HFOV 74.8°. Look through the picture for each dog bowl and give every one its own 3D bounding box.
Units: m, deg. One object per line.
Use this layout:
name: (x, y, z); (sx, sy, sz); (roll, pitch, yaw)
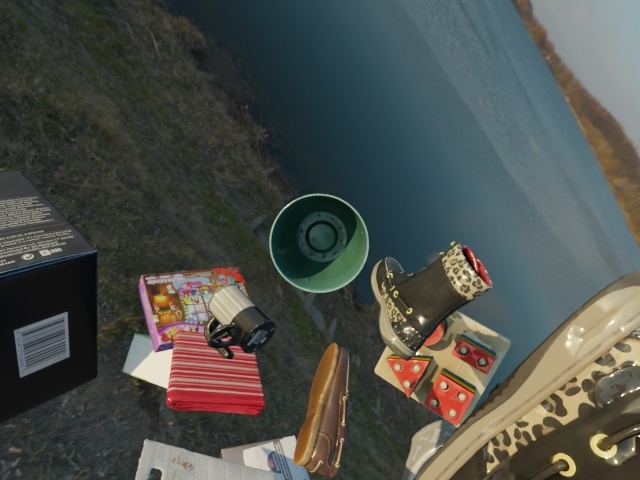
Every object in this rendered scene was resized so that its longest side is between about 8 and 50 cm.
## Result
dog bowl: (0.385, 0.673, 1.125); (0.348, 0.349, 0.102); (66, 9, 6)

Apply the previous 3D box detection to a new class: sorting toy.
sorting toy: (0.291, 0.299, 1.047); (0.255, 0.257, 0.089); (29, 10, 22)

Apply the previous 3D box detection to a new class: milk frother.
milk frother: (-0.186, 0.157, 0.850); (0.129, 0.135, 0.143); (-40, 146, -20)

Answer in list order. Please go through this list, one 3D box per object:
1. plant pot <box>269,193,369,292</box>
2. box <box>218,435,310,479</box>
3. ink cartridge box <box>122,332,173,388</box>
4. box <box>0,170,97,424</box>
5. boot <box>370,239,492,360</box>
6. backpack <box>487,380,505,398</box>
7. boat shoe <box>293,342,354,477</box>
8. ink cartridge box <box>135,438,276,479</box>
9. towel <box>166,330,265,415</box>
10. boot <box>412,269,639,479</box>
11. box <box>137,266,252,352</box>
plant pot: (0.000, 0.000, 1.341); (0.293, 0.293, 0.235); (60, 4, -3)
box: (-0.094, 0.521, 0.777); (0.163, 0.142, 0.247); (2, 35, -27)
ink cartridge box: (-0.390, 0.380, 1.305); (0.353, 0.207, 0.119); (34, 65, -59)
box: (-0.857, 0.135, 1.135); (0.472, 0.479, 0.297); (34, 33, 26)
boot: (0.174, 0.064, 0.687); (0.085, 0.178, 0.236); (37, 25, -16)
backpack: (0.343, 0.300, 0.712); (0.101, 0.098, 0.120); (46, 21, -10)
boat shoe: (0.018, 0.276, 0.695); (0.073, 0.073, 0.207); (26, 54, -10)
ink cartridge box: (-0.159, 0.385, 0.590); (0.225, 0.056, 0.181); (23, 6, -17)
towel: (-0.237, 0.291, 0.950); (0.199, 0.031, 0.275); (11, 14, -18)
boot: (0.242, 0.245, 0.318); (0.138, 0.377, 0.284); (21, 20, -44)
box: (-0.332, 0.180, 1.164); (0.293, 0.057, 0.201); (-3, 58, -41)
